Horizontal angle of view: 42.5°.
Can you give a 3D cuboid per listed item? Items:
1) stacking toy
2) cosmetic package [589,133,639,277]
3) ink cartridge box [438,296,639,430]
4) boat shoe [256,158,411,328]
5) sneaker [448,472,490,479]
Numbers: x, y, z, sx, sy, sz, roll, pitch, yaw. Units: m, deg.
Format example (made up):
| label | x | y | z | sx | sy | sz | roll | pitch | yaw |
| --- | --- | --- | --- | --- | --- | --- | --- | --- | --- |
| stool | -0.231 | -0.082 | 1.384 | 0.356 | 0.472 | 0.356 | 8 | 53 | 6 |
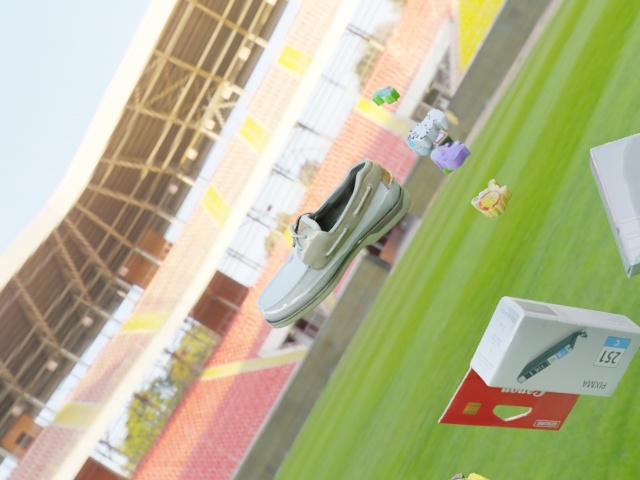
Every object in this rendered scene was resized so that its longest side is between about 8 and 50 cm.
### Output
| label | x | y | z | sx | sy | sz | roll | pitch | yaw |
| --- | --- | --- | --- | --- | --- | --- | --- | --- | --- |
| stacking toy | 0.161 | -0.129 | 1.161 | 0.052 | 0.167 | 0.221 | -45 | 30 | 3 |
| cosmetic package | 0.589 | -0.066 | 1.545 | 0.107 | 0.238 | 0.127 | -20 | -19 | 12 |
| ink cartridge box | 0.380 | 0.235 | 1.401 | 0.066 | 0.296 | 0.261 | 51 | 125 | 53 |
| boat shoe | 0.000 | 0.000 | 1.277 | 0.302 | 0.103 | 0.113 | -47 | 31 | -2 |
| sneaker | 0.360 | 0.535 | 1.447 | 0.146 | 0.343 | 0.134 | 14 | -85 | -70 |
